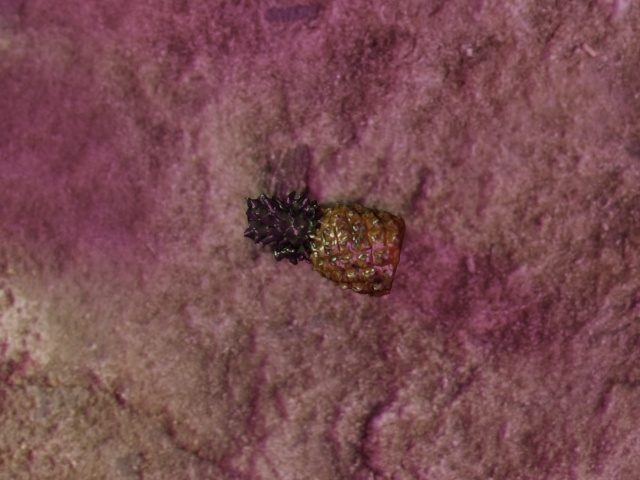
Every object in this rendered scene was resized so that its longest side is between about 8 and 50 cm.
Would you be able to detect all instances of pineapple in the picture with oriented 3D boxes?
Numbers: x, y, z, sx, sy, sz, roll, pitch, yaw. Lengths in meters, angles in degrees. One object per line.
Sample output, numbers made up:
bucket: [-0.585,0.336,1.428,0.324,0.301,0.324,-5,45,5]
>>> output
pineapple: [0.000,0.000,1.364,0.279,0.158,0.157,13,103,3]
